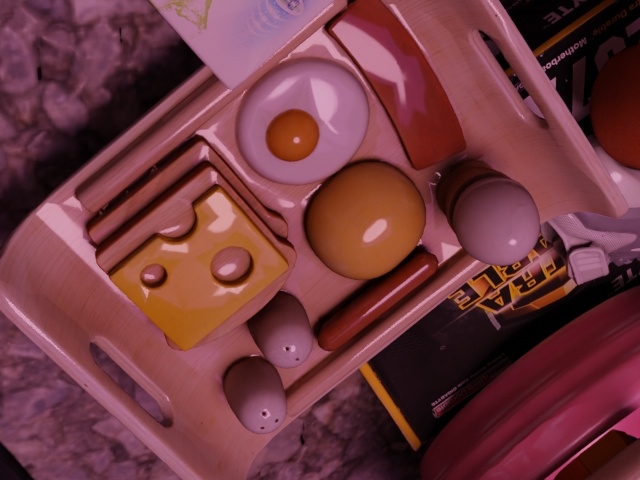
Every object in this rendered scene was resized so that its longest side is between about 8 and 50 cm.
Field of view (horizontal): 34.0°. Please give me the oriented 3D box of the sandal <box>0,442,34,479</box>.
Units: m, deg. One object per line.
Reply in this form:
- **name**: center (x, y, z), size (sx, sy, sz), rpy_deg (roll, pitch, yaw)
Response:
- **sandal**: center (-0.202, 0.228, 0.753), size (0.097, 0.054, 0.254), rpy_deg (-40, 131, 1)

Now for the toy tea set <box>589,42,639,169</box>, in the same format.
- **toy tea set**: center (0.207, -0.181, 0.573), size (0.200, 0.124, 0.336), rpy_deg (-40, 110, -15)

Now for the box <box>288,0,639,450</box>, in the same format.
- **box**: center (0.138, -0.028, 0.752), size (0.322, 0.079, 0.257), rpy_deg (-35, 129, -3)

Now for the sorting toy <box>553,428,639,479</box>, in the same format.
- **sorting toy**: center (0.165, 0.190, 0.732), size (0.193, 0.038, 0.208), rpy_deg (-41, 160, 10)

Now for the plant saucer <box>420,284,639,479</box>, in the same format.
- **plant saucer**: center (0.204, 0.143, 0.838), size (0.332, 0.084, 0.332), rpy_deg (-30, 156, -15)

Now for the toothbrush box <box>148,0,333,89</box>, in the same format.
- **toothbrush box**: center (-0.063, -0.245, 0.464), size (0.206, 0.122, 0.283), rpy_deg (-41, 133, 2)

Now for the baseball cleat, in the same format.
- **baseball cleat**: center (0.227, -0.010, 0.729), size (0.205, 0.072, 0.109), rpy_deg (20, 122, -31)

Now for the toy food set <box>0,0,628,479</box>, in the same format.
- **toy food set**: center (0.000, 0.000, 0.589), size (0.306, 0.092, 0.220), rpy_deg (-39, 117, 3)
